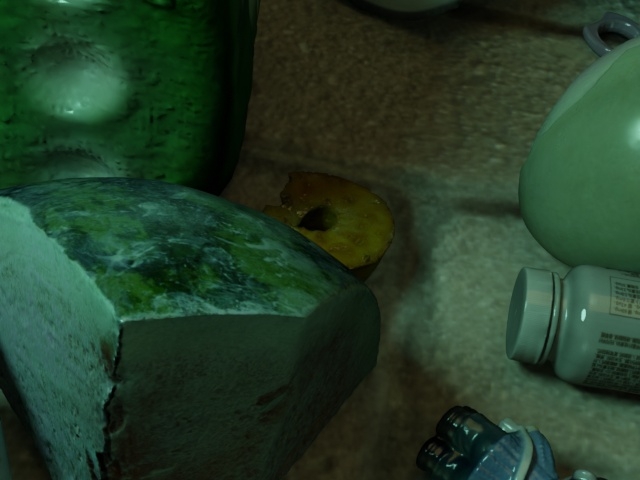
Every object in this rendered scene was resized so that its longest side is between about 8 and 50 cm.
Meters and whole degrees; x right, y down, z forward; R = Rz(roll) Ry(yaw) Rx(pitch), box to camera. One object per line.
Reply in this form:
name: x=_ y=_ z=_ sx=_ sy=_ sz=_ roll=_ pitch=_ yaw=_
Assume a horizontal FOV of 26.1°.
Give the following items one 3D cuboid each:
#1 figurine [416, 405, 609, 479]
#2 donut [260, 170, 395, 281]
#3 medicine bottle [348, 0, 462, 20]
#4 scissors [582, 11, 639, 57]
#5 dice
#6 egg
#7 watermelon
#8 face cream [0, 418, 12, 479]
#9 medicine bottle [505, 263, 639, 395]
figurine: x=0.128 y=0.150 z=0.797 sx=0.149 sy=0.087 sz=0.086 roll=36 pitch=86 yaw=25
donut: x=0.000 y=0.000 z=0.948 sx=0.097 sy=0.043 sz=0.108 roll=30 pitch=45 yaw=20
medicine bottle: x=0.135 y=-0.350 z=1.232 sx=0.190 sy=0.190 sz=0.332 roll=28 pitch=46 yaw=17
scissors: x=0.287 y=-0.127 z=1.152 sx=0.110 sy=0.021 sz=0.212 roll=2 pitch=42 yaw=-6
dice: x=-0.181 y=-0.194 z=0.933 sx=0.287 sy=0.297 sz=0.300 roll=7 pitch=44 yaw=-1
egg: x=0.240 y=-0.054 z=0.949 sx=0.217 sy=0.183 sz=0.183 roll=-16 pitch=41 yaw=16
watermelon: x=-0.086 y=0.076 z=0.814 sx=0.319 sy=0.214 sz=0.289 roll=-1 pitch=-11 yaw=45
face cream: x=-0.194 y=0.144 z=0.715 sx=0.075 sy=0.075 sz=0.229 roll=-8 pitch=60 yaw=-19
medicine bottle: x=0.195 y=0.059 z=0.898 sx=0.140 sy=0.079 sz=0.079 roll=10 pitch=43 yaw=-1
